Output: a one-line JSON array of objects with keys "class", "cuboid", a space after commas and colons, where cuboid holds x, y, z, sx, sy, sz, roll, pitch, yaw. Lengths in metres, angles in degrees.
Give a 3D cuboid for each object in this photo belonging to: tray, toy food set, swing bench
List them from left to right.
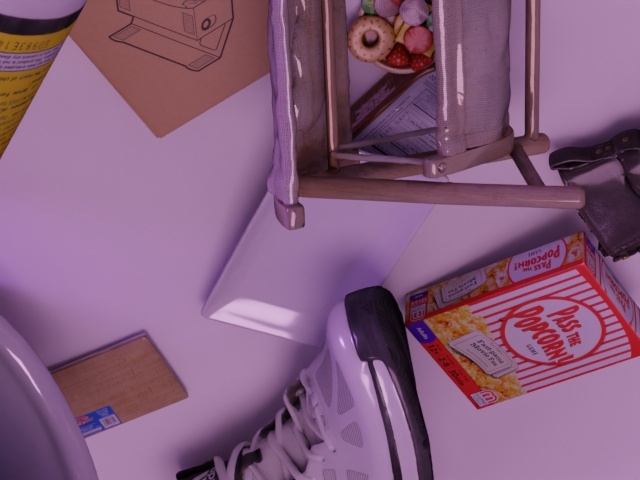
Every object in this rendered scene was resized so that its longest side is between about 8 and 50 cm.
[{"class": "tray", "cuboid": [0.000, 0.000, 1.717, 0.145, 0.030, 0.270, 16, 137, -15]}, {"class": "toy food set", "cuboid": [0.069, -0.183, 1.602, 0.083, 0.020, 0.082, 25, 110, -6]}, {"class": "swing bench", "cuboid": [0.075, -0.160, 1.504, 0.254, 0.165, 0.253, -3, 110, -4]}]

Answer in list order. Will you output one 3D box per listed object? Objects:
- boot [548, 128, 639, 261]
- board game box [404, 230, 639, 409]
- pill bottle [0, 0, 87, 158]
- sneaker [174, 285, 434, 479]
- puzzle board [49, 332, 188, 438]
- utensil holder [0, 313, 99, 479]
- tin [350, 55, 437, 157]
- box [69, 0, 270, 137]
[{"class": "boot", "cuboid": [0.363, -0.043, 1.743, 0.229, 0.091, 0.263, -30, 123, 23]}, {"class": "board game box", "cuboid": [0.201, 0.080, 1.808, 0.193, 0.045, 0.147, -22, 130, 26]}, {"class": "pill bottle", "cuboid": [-0.327, -0.131, 1.491, 0.188, 0.188, 0.334, 20, 123, -23]}, {"class": "sneaker", "cuboid": [-0.027, 0.226, 1.817, 0.257, 0.169, 0.447, -8, 139, -3]}, {"class": "puzzle board", "cuboid": [-0.209, 0.145, 1.847, 0.128, 0.011, 0.096, -22, 130, 10]}, {"class": "utensil holder", "cuboid": [-0.432, 0.259, 1.615, 0.385, 0.327, 0.327, -29, 127, 17]}, {"class": "tin", "cuboid": [0.082, -0.100, 1.676, 0.106, 0.040, 0.189, 36, 117, -26]}, {"class": "box", "cuboid": [-0.127, -0.196, 1.576, 0.164, 0.021, 0.201, -29, 126, 15]}]
